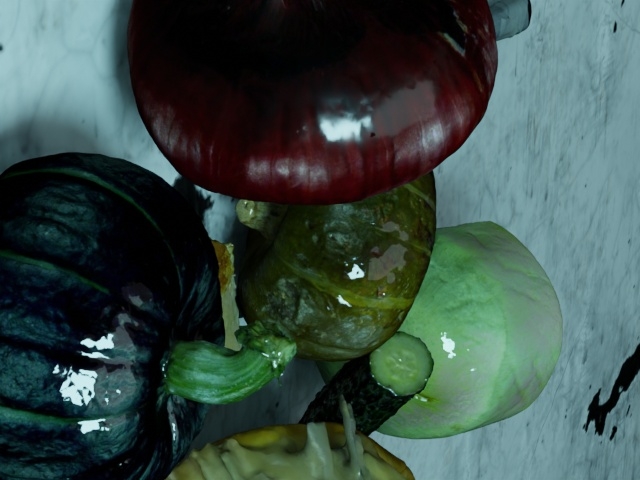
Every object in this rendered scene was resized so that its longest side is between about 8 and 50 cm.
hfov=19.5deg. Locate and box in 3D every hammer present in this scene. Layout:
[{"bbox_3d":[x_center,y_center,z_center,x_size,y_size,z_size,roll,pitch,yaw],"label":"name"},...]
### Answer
[{"bbox_3d":[0.102,-0.173,1.789,0.427,0.044,0.152,-27,126,-56],"label":"hammer"}]

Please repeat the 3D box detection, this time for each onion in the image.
[{"bbox_3d":[-0.006,-0.163,1.336,0.273,0.273,0.285,-53,156,-35],"label":"onion"}]

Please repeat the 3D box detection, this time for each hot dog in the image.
[{"bbox_3d":[-0.100,0.061,1.509,0.078,0.061,0.169,-43,139,-43],"label":"hot dog"}]

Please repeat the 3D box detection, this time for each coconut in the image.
[{"bbox_3d":[0.118,0.085,1.771,0.236,0.204,0.236,-44,149,-35],"label":"coconut"}]

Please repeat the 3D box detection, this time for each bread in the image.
[{"bbox_3d":[-0.010,0.275,1.615,0.236,0.183,0.388,-42,146,-2],"label":"bread"}]

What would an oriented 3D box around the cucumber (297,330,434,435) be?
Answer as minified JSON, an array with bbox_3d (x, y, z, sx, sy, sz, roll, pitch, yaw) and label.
[{"bbox_3d":[0.017,0.162,1.675,0.067,0.067,0.293,-54,-178,-34],"label":"cucumber"}]

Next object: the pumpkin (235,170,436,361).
[{"bbox_3d":[0.000,0.000,1.545,0.219,0.162,0.219,-56,-158,38],"label":"pumpkin"}]

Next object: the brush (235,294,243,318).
[{"bbox_3d":[-0.029,0.040,1.679,0.193,0.016,0.063,-23,125,-57],"label":"brush"}]

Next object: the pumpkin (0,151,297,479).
[{"bbox_3d":[-0.135,0.069,1.252,0.248,0.248,0.248,-37,135,-49],"label":"pumpkin"}]
